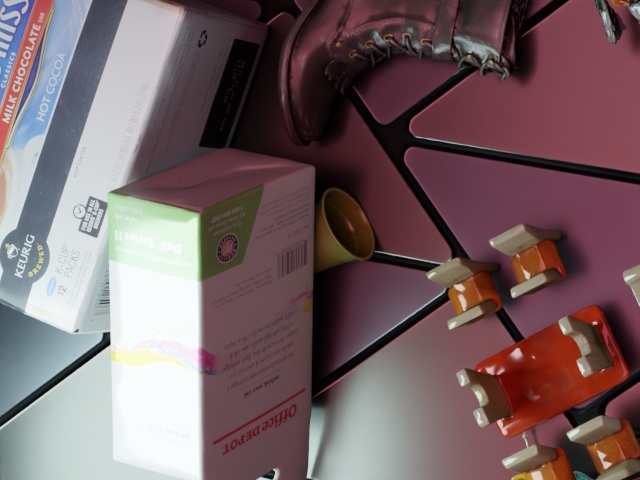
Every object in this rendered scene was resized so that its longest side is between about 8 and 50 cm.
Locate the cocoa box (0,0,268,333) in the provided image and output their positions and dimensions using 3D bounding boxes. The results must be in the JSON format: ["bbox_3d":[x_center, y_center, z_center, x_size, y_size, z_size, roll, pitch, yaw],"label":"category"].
[{"bbox_3d":[-0.243,-0.104,1.946,0.228,0.231,0.347,22,98,19],"label":"cocoa box"}]

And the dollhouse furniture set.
[{"bbox_3d":[0.268,0.106,1.836,0.259,0.135,0.262,-29,73,26],"label":"dollhouse furniture set"}]

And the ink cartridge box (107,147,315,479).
[{"bbox_3d":[-0.107,0.105,1.885,0.119,0.207,0.353,12,111,30],"label":"ink cartridge box"}]

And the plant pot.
[{"bbox_3d":[0.000,0.000,1.950,0.079,0.083,0.083,-31,81,29],"label":"plant pot"}]

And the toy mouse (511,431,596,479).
[{"bbox_3d":[0.248,0.289,1.882,0.143,0.031,0.161,17,88,19],"label":"toy mouse"}]

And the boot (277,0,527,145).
[{"bbox_3d":[0.089,-0.201,1.903,0.229,0.091,0.263,16,94,19],"label":"boot"}]

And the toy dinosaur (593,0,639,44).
[{"bbox_3d":[0.351,-0.274,1.745,0.218,0.322,0.164,-12,48,17],"label":"toy dinosaur"}]
